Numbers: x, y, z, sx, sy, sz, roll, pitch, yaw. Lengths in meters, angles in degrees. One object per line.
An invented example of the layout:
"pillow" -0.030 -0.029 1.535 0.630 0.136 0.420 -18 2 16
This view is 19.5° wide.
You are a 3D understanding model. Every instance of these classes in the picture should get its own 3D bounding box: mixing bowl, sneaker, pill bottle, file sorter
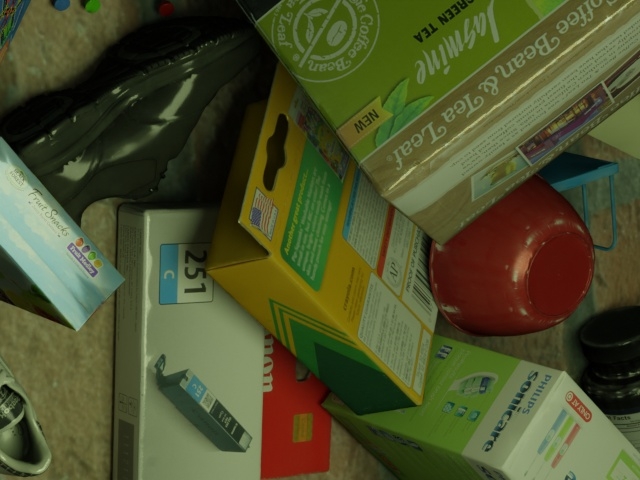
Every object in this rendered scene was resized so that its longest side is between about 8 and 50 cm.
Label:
"mixing bowl" 0.210 0.022 1.879 0.181 0.098 0.181 -11 110 -34
"sneaker" -0.171 -0.112 1.751 0.286 0.109 0.130 -33 120 -16
"pill bottle" 0.371 0.191 2.135 0.123 0.123 0.219 -30 112 -27
"sneaker" -0.318 0.114 1.679 0.090 0.095 0.235 -41 116 -20
"file sorter" 0.221 -0.025 2.008 0.170 0.118 0.104 -18 111 -30

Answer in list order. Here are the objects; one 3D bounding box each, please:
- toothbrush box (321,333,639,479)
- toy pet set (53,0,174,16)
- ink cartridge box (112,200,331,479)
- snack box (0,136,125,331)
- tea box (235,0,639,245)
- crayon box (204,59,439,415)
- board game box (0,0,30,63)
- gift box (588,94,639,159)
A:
"toothbrush box" 0.172 0.206 1.899 0.206 0.283 0.122 45 72 -33
"toy pet set" -0.188 -0.276 1.744 0.122 0.065 0.114 0 132 -31
"ink cartridge box" -0.077 0.109 1.857 0.261 0.066 0.296 -3 98 -33
"snack box" -0.285 -0.018 1.612 0.070 0.207 0.174 -48 120 -19
"tea box" 0.124 -0.231 1.694 0.329 0.323 0.220 -39 160 7
"crayon box" 0.000 0.000 1.807 0.323 0.083 0.203 47 43 -40
"board game box" -0.266 -0.270 1.641 0.027 0.145 0.281 22 82 10
"gift box" 0.301 -0.239 1.926 0.258 0.276 0.255 22 43 -37
